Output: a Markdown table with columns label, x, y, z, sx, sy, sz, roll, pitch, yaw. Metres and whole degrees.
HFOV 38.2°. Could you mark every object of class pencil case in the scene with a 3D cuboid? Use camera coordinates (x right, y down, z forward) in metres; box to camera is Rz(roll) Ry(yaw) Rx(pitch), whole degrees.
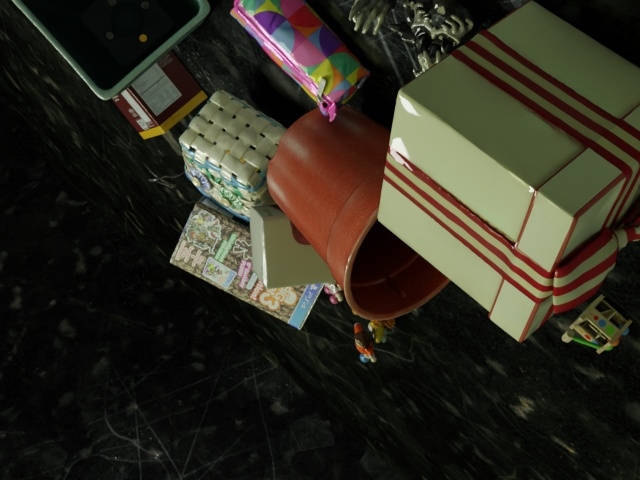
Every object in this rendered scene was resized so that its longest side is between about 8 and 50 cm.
| label | x | y | z | sx | sy | sz | roll | pitch | yaw |
| --- | --- | --- | --- | --- | --- | --- | --- | --- | --- |
| pencil case | -0.030 | -0.293 | 1.377 | 0.236 | 0.104 | 0.104 | 47 | 163 | 0 |

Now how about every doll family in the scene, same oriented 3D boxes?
| label | x | y | z | sx | sy | sz | roll | pitch | yaw |
| --- | --- | --- | --- | --- | --- | --- | --- | --- | --- |
| doll family | 0.093 | 0.141 | 2.079 | 0.263 | 0.118 | 0.163 | 60 | 174 | 21 |

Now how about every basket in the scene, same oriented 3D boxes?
| label | x | y | z | sx | sy | sz | roll | pitch | yaw |
| --- | --- | --- | --- | --- | --- | --- | --- | --- | --- |
| basket | -0.140 | -0.147 | 1.783 | 0.255 | 0.201 | 0.289 | 34 | 176 | 20 |

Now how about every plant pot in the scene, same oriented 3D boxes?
| label | x | y | z | sx | sy | sz | roll | pitch | yaw |
| --- | --- | --- | --- | --- | --- | --- | --- | --- | --- |
| plant pot | 0.069 | -0.063 | 1.424 | 0.265 | 0.272 | 0.272 | 43 | 164 | 37 |
| plant pot | -0.365 | -0.415 | 1.675 | 0.248 | 0.247 | 0.252 | 49 | 179 | -7 |

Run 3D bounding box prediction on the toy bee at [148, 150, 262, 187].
| label | x | y | z | sx | sy | sz | roll | pitch | yaw |
| --- | --- | --- | --- | --- | --- | --- | --- | --- | --- |
| toy bee | -0.225 | -0.175 | 2.043 | 0.298 | 0.162 | 0.195 | 15 | 178 | -1 |

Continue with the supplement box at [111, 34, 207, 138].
| label | x | y | z | sx | sy | sz | roll | pitch | yaw |
| --- | --- | --- | --- | --- | --- | --- | --- | --- | --- |
| supplement box | -0.382 | -0.344 | 2.039 | 0.194 | 0.129 | 0.191 | 52 | 162 | -17 |

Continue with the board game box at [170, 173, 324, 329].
| label | x | y | z | sx | sy | sz | roll | pitch | yaw |
| --- | --- | --- | --- | --- | --- | --- | --- | --- | --- |
| board game box | -0.118 | 0.013 | 1.871 | 0.291 | 0.141 | 0.232 | 28 | -157 | 0 |

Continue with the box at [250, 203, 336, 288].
| label | x | y | z | sx | sy | sz | roll | pitch | yaw |
| --- | --- | --- | --- | --- | --- | --- | --- | --- | --- |
| box | 0.000 | 0.000 | 1.637 | 0.148 | 0.232 | 0.126 | -142 | 48 | -73 |

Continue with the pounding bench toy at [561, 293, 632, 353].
| label | x | y | z | sx | sy | sz | roll | pitch | yaw |
| --- | --- | --- | --- | --- | --- | --- | --- | --- | --- |
| pounding bench toy | 0.400 | 0.135 | 1.341 | 0.065 | 0.083 | 0.052 | 44 | 162 | 12 |

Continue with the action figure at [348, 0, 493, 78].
| label | x | y | z | sx | sy | sz | roll | pitch | yaw |
| --- | --- | --- | --- | --- | --- | --- | --- | --- | --- |
| action figure | 0.116 | -0.260 | 1.044 | 0.164 | 0.141 | 0.275 | 30 | 154 | 31 |

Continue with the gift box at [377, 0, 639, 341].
| label | x | y | z | sx | sy | sz | roll | pitch | yaw |
| --- | --- | --- | --- | --- | --- | --- | --- | --- | --- |
| gift box | 0.241 | -0.062 | 1.011 | 0.258 | 0.255 | 0.276 | 41 | 156 | 25 |
